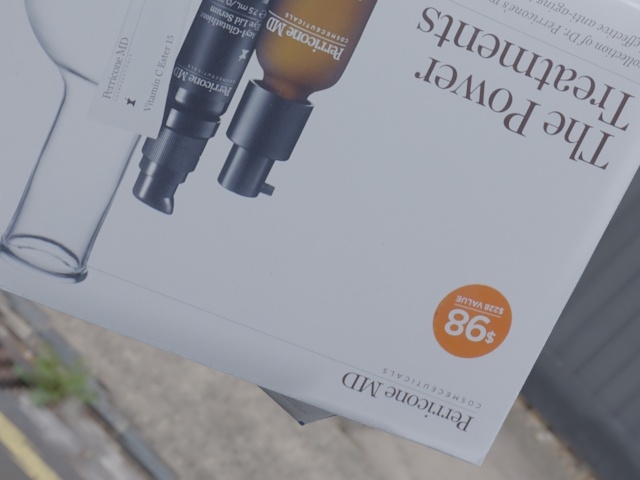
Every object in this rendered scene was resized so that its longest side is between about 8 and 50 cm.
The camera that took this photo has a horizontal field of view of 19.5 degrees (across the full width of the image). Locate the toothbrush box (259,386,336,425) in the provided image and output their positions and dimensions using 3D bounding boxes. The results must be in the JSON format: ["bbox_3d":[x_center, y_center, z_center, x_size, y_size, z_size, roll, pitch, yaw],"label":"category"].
[{"bbox_3d":[0.000,0.000,1.877,0.216,0.126,0.295,44,48,-23],"label":"toothbrush box"}]

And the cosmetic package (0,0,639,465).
[{"bbox_3d":[-0.021,-0.070,1.034,0.377,0.284,0.097,21,18,-15],"label":"cosmetic package"}]
